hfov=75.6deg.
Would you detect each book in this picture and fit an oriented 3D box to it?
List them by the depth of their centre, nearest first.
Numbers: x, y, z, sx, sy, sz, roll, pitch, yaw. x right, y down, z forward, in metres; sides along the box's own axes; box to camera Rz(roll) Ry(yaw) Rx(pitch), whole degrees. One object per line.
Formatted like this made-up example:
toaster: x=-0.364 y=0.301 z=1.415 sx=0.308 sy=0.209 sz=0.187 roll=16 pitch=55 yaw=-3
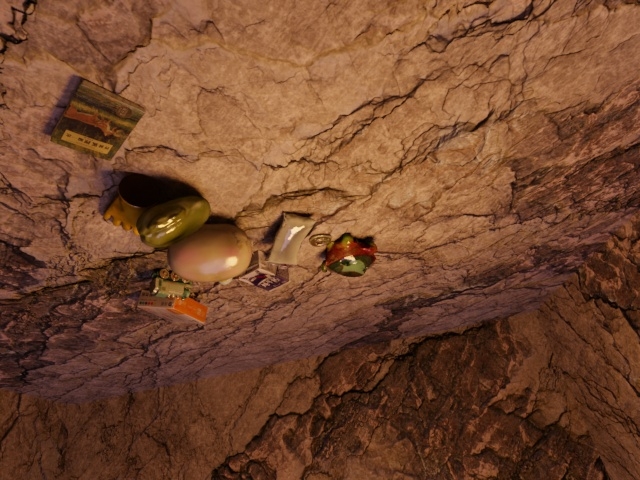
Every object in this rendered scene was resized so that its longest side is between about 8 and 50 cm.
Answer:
book: x=-0.593 y=-0.308 z=1.096 sx=0.228 sy=0.024 sz=0.160 roll=-34 pitch=145 yaw=33

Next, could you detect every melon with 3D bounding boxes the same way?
melon: x=-0.410 y=0.045 z=1.556 sx=0.316 sy=0.223 sz=0.223 roll=-4 pitch=149 yaw=-10

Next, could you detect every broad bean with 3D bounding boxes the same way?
broad bean: x=-0.484 y=-0.063 z=1.360 sx=0.238 sy=0.119 sz=0.291 roll=-36 pitch=-179 yaw=20

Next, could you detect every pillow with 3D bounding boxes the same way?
pillow: x=-0.122 y=0.003 z=1.675 sx=0.144 sy=0.078 sz=0.254 roll=8 pitch=125 yaw=-28

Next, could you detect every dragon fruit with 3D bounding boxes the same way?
dragon fruit: x=0.137 y=0.084 z=1.917 sx=0.267 sy=0.130 sz=0.295 roll=-11 pitch=151 yaw=9

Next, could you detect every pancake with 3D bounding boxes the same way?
pancake: x=0.001 y=0.000 z=1.828 sx=0.107 sy=0.017 sz=0.108 roll=-7 pitch=154 yaw=-4

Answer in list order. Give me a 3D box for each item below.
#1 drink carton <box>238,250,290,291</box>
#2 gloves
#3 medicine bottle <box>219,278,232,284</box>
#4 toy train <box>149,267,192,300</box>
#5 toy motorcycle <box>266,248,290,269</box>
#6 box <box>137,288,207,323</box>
drink carton: x=-0.259 y=0.143 z=1.902 sx=0.134 sy=0.102 sz=0.222 roll=-25 pitch=146 yaw=27
gloves: x=-0.638 y=-0.101 z=1.382 sx=0.133 sy=0.116 sz=0.294 roll=35 pitch=142 yaw=-17
medicine bottle: x=-0.457 y=0.117 z=1.817 sx=0.073 sy=0.074 sz=0.218 roll=-13 pitch=148 yaw=3
toy train: x=-0.661 y=0.201 z=1.834 sx=0.080 sy=0.126 sz=0.193 roll=-30 pitch=145 yaw=35
toy motorcycle: x=-0.163 y=0.048 z=1.801 sx=0.122 sy=0.080 sz=0.216 roll=5 pitch=135 yaw=-24
box: x=-0.715 y=0.324 z=2.008 sx=0.220 sy=0.091 sz=0.274 roll=-2 pitch=153 yaw=21
